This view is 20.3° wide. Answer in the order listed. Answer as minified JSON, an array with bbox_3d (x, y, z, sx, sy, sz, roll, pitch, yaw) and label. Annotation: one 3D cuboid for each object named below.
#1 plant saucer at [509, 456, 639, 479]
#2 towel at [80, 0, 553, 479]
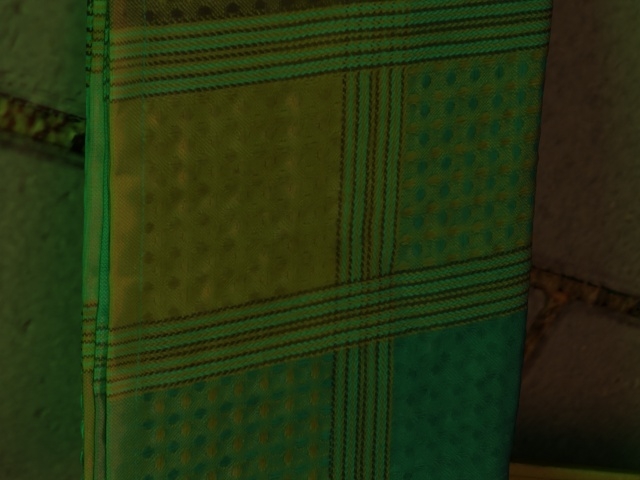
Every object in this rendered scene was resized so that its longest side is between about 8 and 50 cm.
[{"bbox_3d":[0.117,0.273,1.236,0.332,0.081,0.333,11,115,-39],"label":"plant saucer"},{"bbox_3d":[0.000,0.000,0.939,0.271,0.040,0.370,-8,110,-29],"label":"towel"}]
